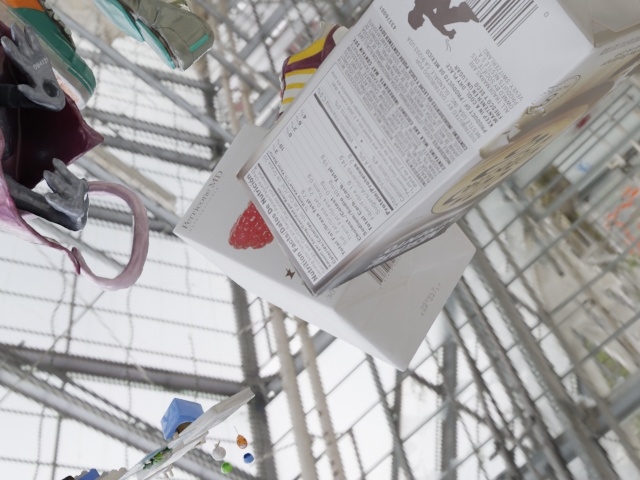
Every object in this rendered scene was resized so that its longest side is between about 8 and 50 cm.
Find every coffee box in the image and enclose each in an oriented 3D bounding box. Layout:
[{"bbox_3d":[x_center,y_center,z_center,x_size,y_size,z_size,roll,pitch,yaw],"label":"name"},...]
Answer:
[{"bbox_3d":[0.090,-0.096,0.595,0.168,0.297,0.119,-25,-103,-40],"label":"coffee box"}]

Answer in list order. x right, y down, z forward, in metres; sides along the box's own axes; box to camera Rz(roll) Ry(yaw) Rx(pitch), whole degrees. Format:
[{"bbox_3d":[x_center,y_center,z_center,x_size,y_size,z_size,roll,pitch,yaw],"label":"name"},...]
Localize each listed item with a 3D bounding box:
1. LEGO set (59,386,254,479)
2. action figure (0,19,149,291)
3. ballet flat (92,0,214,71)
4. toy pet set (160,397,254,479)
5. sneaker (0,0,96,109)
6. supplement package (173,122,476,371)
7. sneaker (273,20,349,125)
[{"bbox_3d":[-0.184,0.199,0.763,0.060,0.182,0.244,52,-159,10],"label":"LEGO set"},{"bbox_3d":[-0.385,-0.058,0.848,0.276,0.370,0.248,47,-149,-44],"label":"action figure"},{"bbox_3d":[-0.185,-0.251,0.969,0.213,0.068,0.072,41,165,40],"label":"ballet flat"},{"bbox_3d":[-0.167,0.262,1.166,0.114,0.122,0.065,-128,19,-59],"label":"toy pet set"},{"bbox_3d":[-0.359,-0.284,0.985,0.302,0.108,0.121,44,-121,-20],"label":"sneaker"},{"bbox_3d":[0.000,0.000,1.053,0.293,0.177,0.175,22,166,42],"label":"supplement package"},{"bbox_3d":[-0.019,-0.153,0.960,0.084,0.185,0.069,38,180,23],"label":"sneaker"}]
